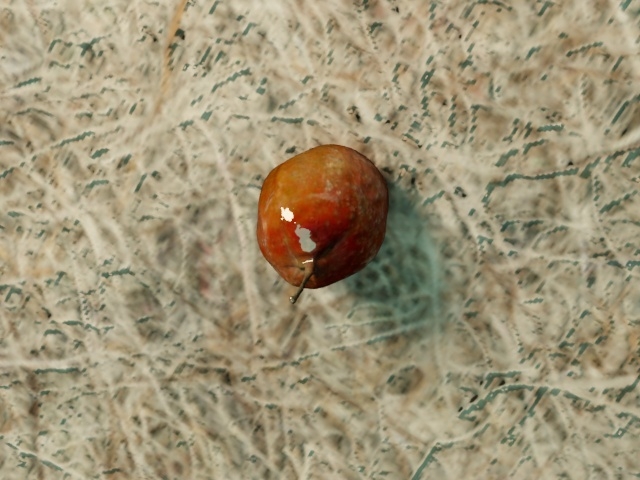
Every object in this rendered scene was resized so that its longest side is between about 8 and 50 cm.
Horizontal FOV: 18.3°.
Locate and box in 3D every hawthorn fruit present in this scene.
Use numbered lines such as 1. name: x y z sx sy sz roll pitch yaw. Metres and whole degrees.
1. hawthorn fruit: 0.000 0.000 0.951 0.066 0.103 0.067 1 129 1
